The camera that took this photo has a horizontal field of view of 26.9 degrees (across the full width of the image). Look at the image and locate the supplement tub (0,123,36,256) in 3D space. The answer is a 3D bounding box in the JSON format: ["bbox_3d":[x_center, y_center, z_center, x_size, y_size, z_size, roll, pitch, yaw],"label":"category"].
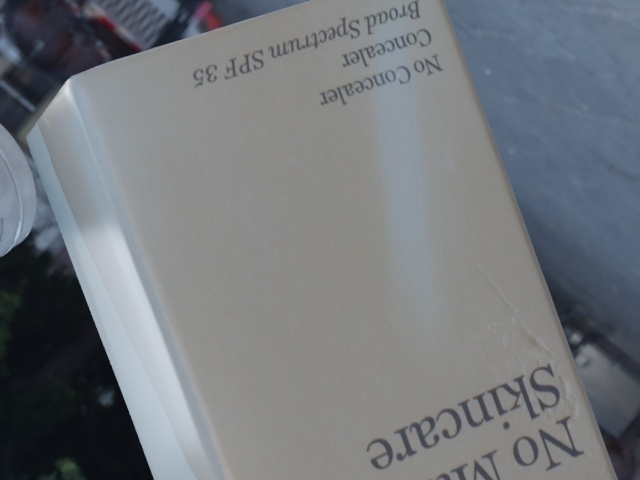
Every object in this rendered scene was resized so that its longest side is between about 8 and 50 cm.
[{"bbox_3d":[-0.175,-0.007,0.537,0.071,0.071,0.107,39,-142,13],"label":"supplement tub"}]

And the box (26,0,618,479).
[{"bbox_3d":[0.014,0.074,0.508,0.311,0.148,0.121,68,160,-2],"label":"box"}]
